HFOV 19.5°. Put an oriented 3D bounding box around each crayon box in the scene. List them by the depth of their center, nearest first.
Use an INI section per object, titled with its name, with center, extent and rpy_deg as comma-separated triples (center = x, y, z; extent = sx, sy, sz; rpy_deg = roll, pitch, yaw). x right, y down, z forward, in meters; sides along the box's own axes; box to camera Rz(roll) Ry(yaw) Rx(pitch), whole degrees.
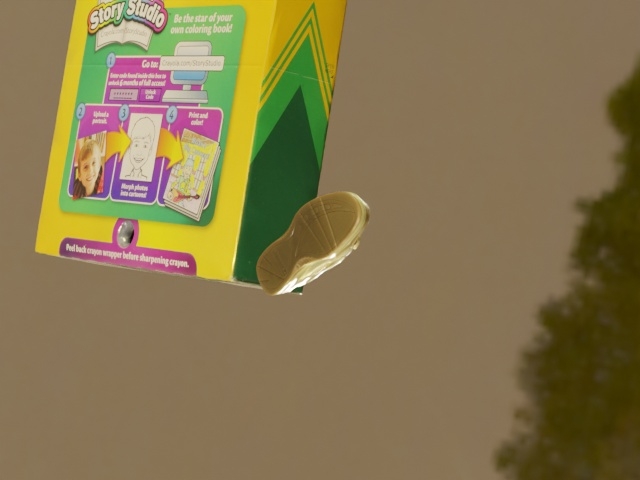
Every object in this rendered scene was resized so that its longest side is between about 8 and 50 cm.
[crayon box]
center = -0.142, -0.119, 1.967
extent = 0.106, 0.363, 0.313
rpy_deg = 12, -93, -41

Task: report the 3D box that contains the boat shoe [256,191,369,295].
[boat shoe]
center = 0.000, 0.002, 1.702
extent = 0.048, 0.056, 0.153
rpy_deg = -6, -28, -42
